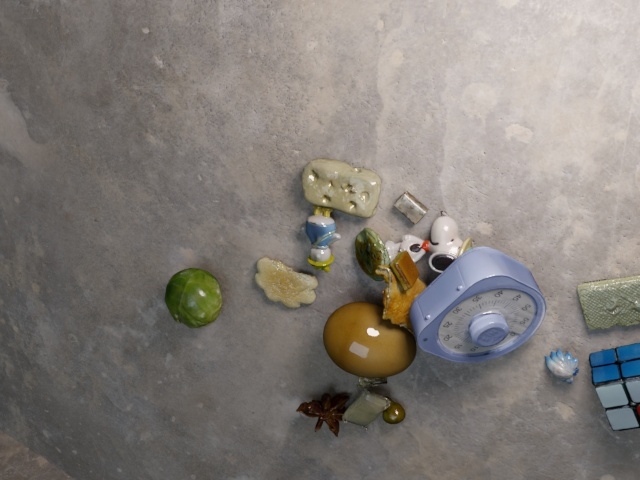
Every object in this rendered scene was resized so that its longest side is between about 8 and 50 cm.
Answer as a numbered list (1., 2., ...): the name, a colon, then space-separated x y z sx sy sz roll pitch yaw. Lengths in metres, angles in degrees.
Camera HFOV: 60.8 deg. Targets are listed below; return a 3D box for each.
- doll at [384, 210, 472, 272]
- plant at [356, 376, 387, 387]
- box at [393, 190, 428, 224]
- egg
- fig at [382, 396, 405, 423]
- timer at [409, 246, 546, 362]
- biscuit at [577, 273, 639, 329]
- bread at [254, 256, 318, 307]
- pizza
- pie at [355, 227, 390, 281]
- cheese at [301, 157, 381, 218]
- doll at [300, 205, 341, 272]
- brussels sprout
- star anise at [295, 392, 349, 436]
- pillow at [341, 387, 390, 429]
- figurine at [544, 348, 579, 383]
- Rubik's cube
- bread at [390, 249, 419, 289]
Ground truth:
1. doll: 0.351 0.044 1.731 0.271 0.144 0.208 -31 78 27
2. plant: 0.182 0.519 2.020 0.116 0.104 0.122 24 126 -1
3. box: 0.286 -0.104 1.730 0.098 0.045 0.062 40 120 3
4. egg: 0.167 0.341 1.858 0.322 0.250 0.250 18 118 9
5. fig: 0.275 0.640 2.054 0.084 0.082 0.098 -5 97 61
6. timer: 0.497 0.225 1.645 0.394 0.173 0.395 -4 130 -5
7. biscuit: 0.901 0.180 1.600 0.252 0.052 0.150 -12 107 26
8. bread: -0.134 0.169 2.028 0.250 0.039 0.182 21 118 12
9. pizza: 0.277 0.199 1.763 0.073 0.182 0.365 11 159 49
10. pie: 0.167 0.047 1.791 0.187 0.041 0.187 48 146 48
11. cheese: 0.064 -0.171 1.765 0.262 0.093 0.159 18 117 15
12. doll: 0.000 0.000 1.864 0.135 0.099 0.241 -1 115 -2
13. brussels sprout: -0.486 0.226 2.107 0.243 0.244 0.244 9 116 19
14. star anise: 0.029 0.664 2.142 0.212 0.111 0.196 31 126 -2
15. pillow: 0.171 0.636 2.058 0.119 0.053 0.208 29 124 -5
16. figurine: 0.767 0.398 1.748 0.114 0.079 0.114 43 146 39
17. Rubik's cube: 0.921 0.435 1.632 0.167 0.183 0.180 -21 102 29
18. bread: 0.260 0.090 1.674 0.035 0.090 0.095 -22 103 38
